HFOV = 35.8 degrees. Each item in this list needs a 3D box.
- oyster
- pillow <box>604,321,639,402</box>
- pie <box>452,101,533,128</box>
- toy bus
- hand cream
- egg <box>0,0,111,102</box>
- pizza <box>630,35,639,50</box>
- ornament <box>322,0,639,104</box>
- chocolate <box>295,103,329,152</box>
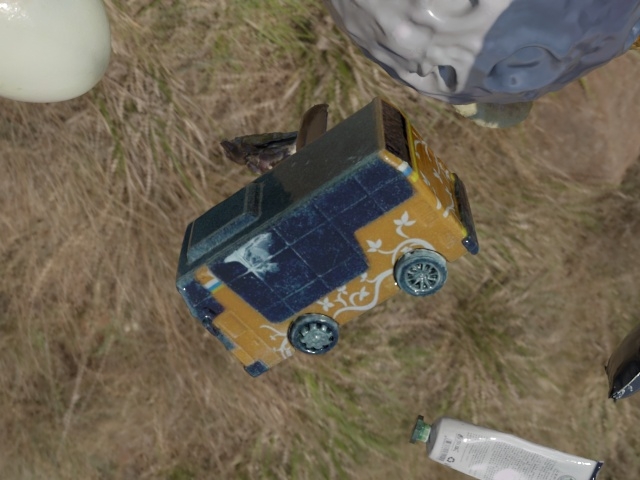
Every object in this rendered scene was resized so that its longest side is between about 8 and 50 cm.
[{"bbox_3d":[-0.057,-0.157,1.864,0.275,0.271,0.100,-5,93,4],"label":"oyster"},{"bbox_3d":[0.409,0.099,1.136,0.208,0.055,0.141,-44,171,15],"label":"pillow"},{"bbox_3d":[0.269,-0.261,1.501,0.218,0.052,0.185,-30,115,-30],"label":"pie"},{"bbox_3d":[0.000,0.000,1.157,0.323,0.162,0.194,-31,119,20],"label":"toy bus"},{"bbox_3d":[0.322,0.386,1.742,0.336,0.076,0.121,19,115,3],"label":"hand cream"},{"bbox_3d":[-0.501,-0.374,1.623,0.283,0.283,0.345,-45,107,2],"label":"egg"},{"bbox_3d":[0.441,-0.281,1.131,0.406,0.440,0.130,13,87,-32],"label":"pizza"},{"bbox_3d":[0.144,-0.274,0.854,0.337,0.337,0.337,-13,123,-21],"label":"ornament"},{"bbox_3d":[-0.018,-0.146,1.381,0.064,0.031,0.101,-58,164,-31],"label":"chocolate"}]
